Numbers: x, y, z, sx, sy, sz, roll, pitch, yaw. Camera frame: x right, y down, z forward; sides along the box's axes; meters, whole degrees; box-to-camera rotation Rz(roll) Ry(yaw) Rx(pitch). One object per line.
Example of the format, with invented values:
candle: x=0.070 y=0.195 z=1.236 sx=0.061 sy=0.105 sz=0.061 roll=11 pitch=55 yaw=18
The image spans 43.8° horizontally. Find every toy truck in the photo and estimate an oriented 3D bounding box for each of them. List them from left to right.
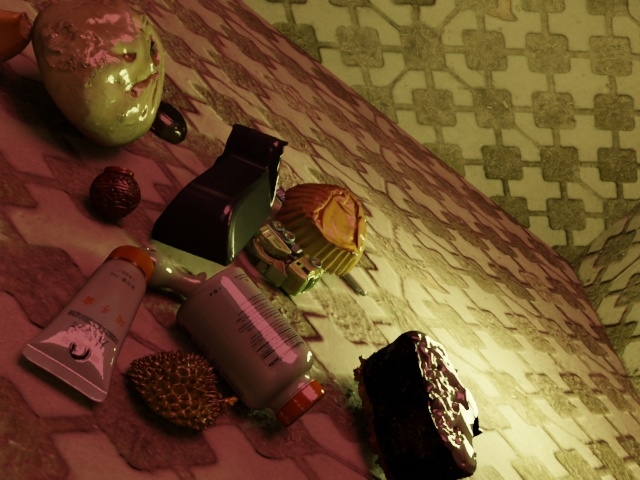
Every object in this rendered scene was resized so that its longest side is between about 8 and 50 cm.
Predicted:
toy truck: x=-0.095 y=0.044 z=1.846 sx=0.191 sy=0.085 sz=0.116 roll=45 pitch=32 yaw=11

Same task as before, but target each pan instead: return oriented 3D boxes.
pan: x=-0.398 y=-0.296 z=1.980 sx=0.128 sy=0.048 sz=0.202 roll=43 pitch=23 yaw=-3

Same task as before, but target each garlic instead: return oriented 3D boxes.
garlic: x=-0.708 y=-0.447 z=1.595 sx=0.245 sy=0.164 sz=0.145 roll=23 pitch=47 yaw=-28

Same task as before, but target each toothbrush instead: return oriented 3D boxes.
toothbrush: x=0.004 y=-0.002 z=2.140 sx=0.386 sy=0.040 sz=0.040 roll=49 pitch=24 yaw=14

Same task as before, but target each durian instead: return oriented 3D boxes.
durian: x=-0.207 y=0.244 z=1.306 sx=0.208 sy=0.102 sz=0.146 roll=28 pitch=21 yaw=-40

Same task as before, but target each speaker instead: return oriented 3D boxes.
speaker: x=-0.207 y=-0.111 z=1.749 sx=0.180 sy=0.184 sz=0.388 roll=20 pitch=24 yaw=4

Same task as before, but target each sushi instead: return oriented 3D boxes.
sushi: x=0.206 y=0.364 z=1.650 sx=0.234 sy=0.207 sz=0.348 roll=43 pitch=25 yaw=-33

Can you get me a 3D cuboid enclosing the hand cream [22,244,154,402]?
hand cream: x=-0.365 y=0.122 z=1.291 sx=0.140 sy=0.089 sz=0.314 roll=35 pitch=32 yaw=-16

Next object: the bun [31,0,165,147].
bun: x=-0.455 y=-0.365 z=1.700 sx=0.362 sy=0.234 sz=0.326 roll=-93 pitch=166 yaw=-65

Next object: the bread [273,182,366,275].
bread: x=0.015 y=-0.039 z=2.037 sx=0.274 sy=0.149 sz=0.274 roll=26 pitch=45 yaw=-29

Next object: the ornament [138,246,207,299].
ornament: x=-0.297 y=0.064 z=1.503 sx=0.156 sy=0.075 sz=0.081 roll=26 pitch=12 yaw=-33

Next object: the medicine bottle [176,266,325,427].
medicine bottle: x=-0.119 y=0.199 z=1.448 sx=0.288 sy=0.157 sz=0.157 roll=48 pitch=23 yaw=11

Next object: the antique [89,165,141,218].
antique: x=-0.403 y=-0.090 z=1.562 sx=0.104 sy=0.104 sz=0.104 roll=35 pitch=24 yaw=-19
